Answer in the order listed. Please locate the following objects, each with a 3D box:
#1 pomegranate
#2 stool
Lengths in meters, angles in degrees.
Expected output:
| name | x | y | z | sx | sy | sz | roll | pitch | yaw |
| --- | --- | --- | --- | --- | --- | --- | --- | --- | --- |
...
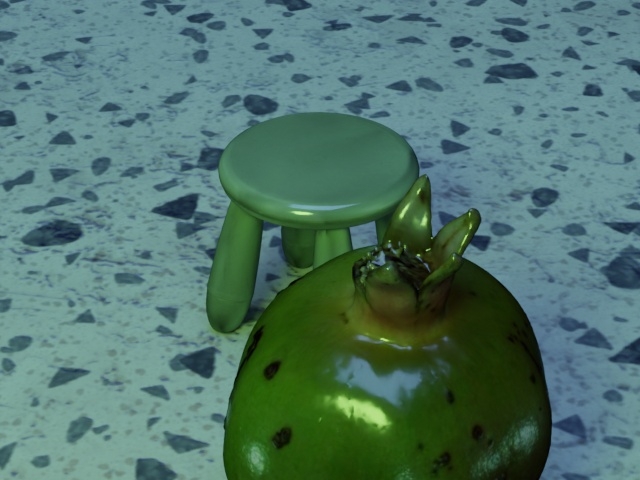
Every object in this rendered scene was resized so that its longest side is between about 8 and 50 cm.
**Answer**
| name | x | y | z | sx | sy | sz | roll | pitch | yaw |
| --- | --- | --- | --- | --- | --- | --- | --- | --- | --- |
| pomegranate | 0.040 | 0.115 | 1.206 | 0.291 | 0.323 | 0.291 | -15 | 43 | 15 |
| stool | 0.000 | 0.000 | 1.483 | 0.195 | 0.198 | 0.195 | 19 | 37 | 29 |
